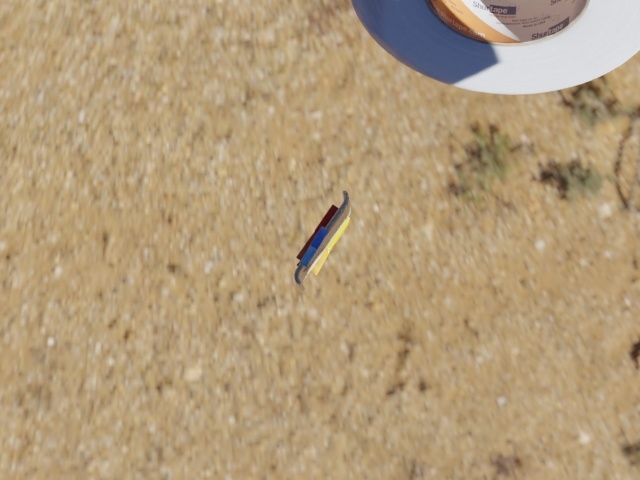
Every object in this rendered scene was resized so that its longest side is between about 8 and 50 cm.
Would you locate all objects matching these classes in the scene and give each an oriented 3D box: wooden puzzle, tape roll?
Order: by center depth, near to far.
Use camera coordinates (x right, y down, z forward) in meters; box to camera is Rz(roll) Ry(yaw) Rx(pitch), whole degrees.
[{"bbox_3d":[0.130,-0.198,1.129,0.219,0.072,0.219,6,144,5],"label":"tape roll"},{"bbox_3d":[0.000,0.000,1.154,0.014,0.116,0.078,30,79,5],"label":"wooden puzzle"}]
